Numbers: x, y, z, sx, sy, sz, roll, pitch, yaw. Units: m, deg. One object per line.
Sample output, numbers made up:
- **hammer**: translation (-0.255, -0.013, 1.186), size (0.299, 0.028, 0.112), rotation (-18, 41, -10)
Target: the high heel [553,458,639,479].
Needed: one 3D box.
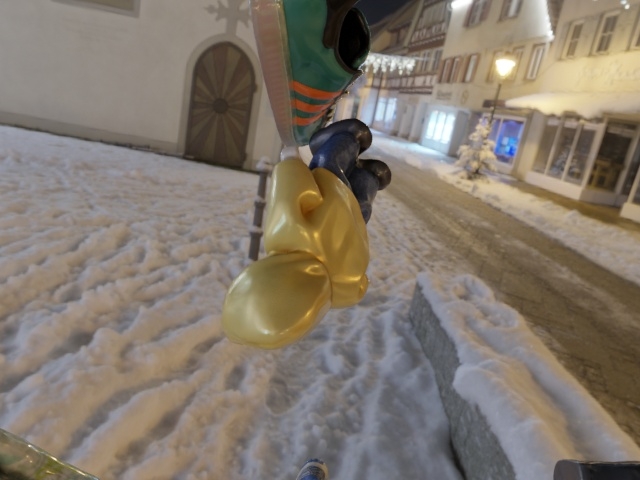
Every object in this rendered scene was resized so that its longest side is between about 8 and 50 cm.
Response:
- **high heel**: translation (0.240, 0.119, 0.185), size (0.186, 0.093, 0.261), rotation (2, -13, -2)

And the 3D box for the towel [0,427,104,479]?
- **towel**: translation (-0.398, 0.349, 0.616), size (0.321, 0.374, 0.090), rotation (-25, 35, 23)

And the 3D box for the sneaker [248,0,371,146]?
- **sneaker**: translation (-0.001, -0.194, 0.571), size (0.121, 0.108, 0.302), rotation (-8, -12, 1)

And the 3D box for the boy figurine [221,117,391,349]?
- **boy figurine**: translation (0.000, 0.000, 0.490), size (0.092, 0.177, 0.285), rotation (-11, 38, 33)

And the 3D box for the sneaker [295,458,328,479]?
- **sneaker**: translation (-0.036, 0.390, 0.724), size (0.052, 0.135, 0.058), rotation (26, 3, 3)
